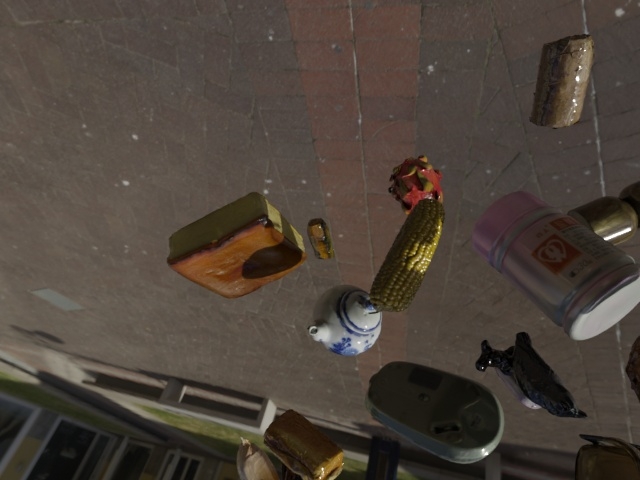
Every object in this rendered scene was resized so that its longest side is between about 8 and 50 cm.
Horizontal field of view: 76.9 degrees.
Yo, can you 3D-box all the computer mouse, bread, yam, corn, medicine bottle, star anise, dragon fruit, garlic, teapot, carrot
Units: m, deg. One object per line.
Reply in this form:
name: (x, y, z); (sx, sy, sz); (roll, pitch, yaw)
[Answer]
computer mouse: (0.261, 0.397, 0.959); (0.331, 0.197, 0.094); (9, 132, 46)
bread: (-0.242, 0.031, 1.244); (0.324, 0.143, 0.333); (-27, 148, 10)
yam: (0.677, -0.450, 1.132); (0.130, 0.128, 0.238); (-17, 125, -5)
corn: (0.203, 0.039, 0.916); (0.102, 0.310, 0.101); (29, 163, 9)
medicine bottle: (0.525, 0.045, 0.916); (0.202, 0.315, 0.202); (-16, 132, -18)
star anise: (-0.063, 0.707, 1.142); (0.157, 0.212, 0.054); (14, 179, 29)
dragon fruit: (0.450, -0.226, 1.844); (0.228, 0.243, 0.306); (-18, 120, -13)
bread: (-0.028, 0.333, 0.648); (0.132, 0.074, 0.053); (23, 114, 31)
garlic: (-0.164, 0.585, 1.033); (0.091, 0.198, 0.128); (-21, 169, -21)
teapot: (0.111, 0.268, 1.421); (0.424, 0.252, 0.280); (-14, 160, -35)
carrot: (0.000, 0.000, 1.462); (0.082, 0.082, 0.173); (1, 126, 23)

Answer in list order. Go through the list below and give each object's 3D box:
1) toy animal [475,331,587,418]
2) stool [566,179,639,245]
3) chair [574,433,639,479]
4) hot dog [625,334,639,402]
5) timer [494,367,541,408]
toy animal: (0.435, 0.260, 0.802); (0.121, 0.117, 0.210); (25, -179, -28)
stool: (1.063, -0.084, 1.444); (0.264, 0.179, 0.179); (-24, 134, 8)
chair: (0.502, 0.410, 0.646); (0.247, 0.158, 0.172); (21, 149, -21)
hot dog: (0.600, 0.172, 0.579); (0.387, 0.267, 0.174); (44, 172, -17)
timer: (0.725, 0.487, 1.431); (0.191, 0.208, 0.069); (4, 127, -36)
